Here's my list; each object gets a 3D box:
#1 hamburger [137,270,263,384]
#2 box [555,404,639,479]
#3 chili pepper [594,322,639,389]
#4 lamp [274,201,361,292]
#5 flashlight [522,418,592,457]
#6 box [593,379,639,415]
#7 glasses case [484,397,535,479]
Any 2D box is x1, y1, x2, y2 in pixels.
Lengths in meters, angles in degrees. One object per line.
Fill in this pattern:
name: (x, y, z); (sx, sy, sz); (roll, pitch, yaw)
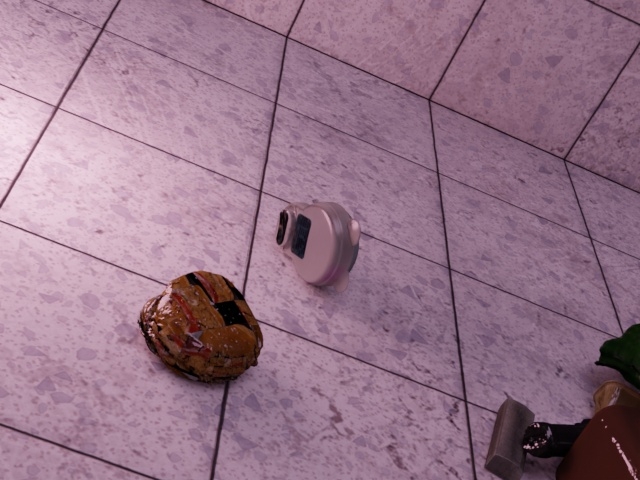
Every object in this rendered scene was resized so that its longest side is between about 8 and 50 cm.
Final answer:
hamburger: (-0.213, 0.158, 1.966); (0.231, 0.107, 0.231); (26, 31, -18)
box: (0.645, 0.479, 2.048); (0.339, 0.239, 0.229); (15, 30, -22)
chili pepper: (0.751, 0.264, 2.443); (0.213, 0.167, 0.385); (31, 3, 1)
lamp: (0.001, 0.000, 2.330); (0.108, 0.179, 0.246); (6, 16, -41)
flashlight: (0.487, 0.399, 2.162); (0.232, 0.093, 0.093); (10, 33, -43)
box: (0.676, 0.380, 2.369); (0.177, 0.111, 0.111); (33, 29, 8)
glasses case: (0.376, 0.392, 2.149); (0.071, 0.047, 0.205); (31, 29, 2)
